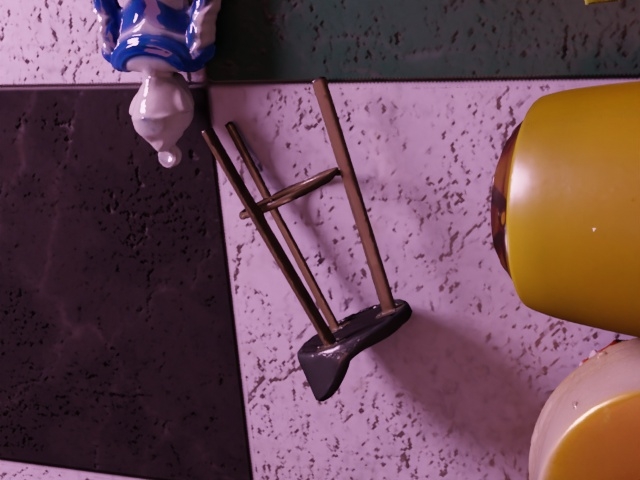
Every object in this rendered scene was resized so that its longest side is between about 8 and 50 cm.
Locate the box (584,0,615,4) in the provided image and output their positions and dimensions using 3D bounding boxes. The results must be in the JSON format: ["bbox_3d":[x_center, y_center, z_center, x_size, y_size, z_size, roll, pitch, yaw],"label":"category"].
[{"bbox_3d":[0.244,-0.214,0.646,0.220,0.064,0.140,-3,108,26],"label":"box"}]

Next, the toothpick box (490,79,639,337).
[{"bbox_3d":[0.246,-0.016,0.719,0.272,0.175,0.174,5,110,26],"label":"toothpick box"}]

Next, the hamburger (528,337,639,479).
[{"bbox_3d":[0.257,0.200,0.801,0.227,0.151,0.295,-8,99,28],"label":"hamburger"}]

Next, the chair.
[{"bbox_3d":[-0.001,0.001,0.880,0.095,0.104,0.221,-20,97,11],"label":"chair"}]

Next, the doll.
[{"bbox_3d":[-0.121,-0.167,0.892,0.114,0.057,0.227,5,101,15],"label":"doll"}]
